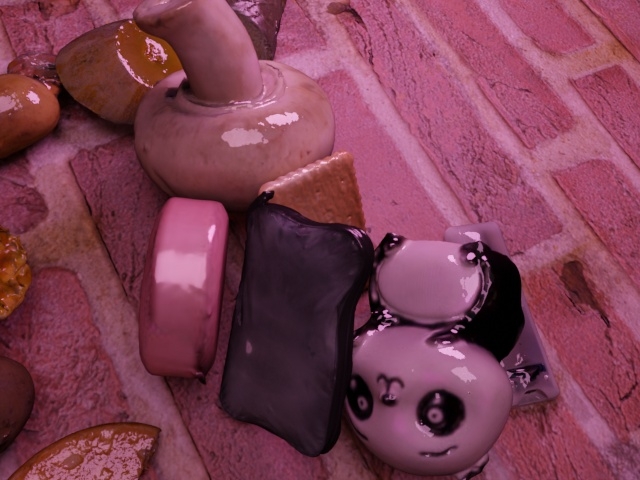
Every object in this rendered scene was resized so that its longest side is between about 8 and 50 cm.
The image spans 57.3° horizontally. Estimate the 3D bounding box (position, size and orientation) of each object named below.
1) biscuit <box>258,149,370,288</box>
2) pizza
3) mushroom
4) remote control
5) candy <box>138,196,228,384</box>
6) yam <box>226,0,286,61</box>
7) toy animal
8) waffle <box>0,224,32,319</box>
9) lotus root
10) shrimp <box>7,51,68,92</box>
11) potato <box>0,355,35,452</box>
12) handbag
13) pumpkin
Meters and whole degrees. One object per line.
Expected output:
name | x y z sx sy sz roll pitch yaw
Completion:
biscuit | -0.001 0.000 0.880 0.160 0.249 0.030 -28 35 -21
pizza | -0.318 0.314 0.746 0.127 0.058 0.246 40 62 12
mushroom | -0.156 -0.177 0.897 0.356 0.315 0.315 12 53 -49
remote control | 0.298 0.109 0.964 0.110 0.055 0.312 -7 65 -14
candy | -0.180 0.069 0.790 0.095 0.255 0.255 6 63 -8
yam | -0.141 -0.445 1.117 0.154 0.154 0.254 13 65 -4
toy animal | 0.157 0.165 0.817 0.251 0.251 0.309 18 73 -1
waffle | -0.554 0.056 0.759 0.325 0.068 0.302 -1 33 -22
lotus root | -0.499 -0.210 0.948 0.221 0.118 0.125 -41 94 -19
shrimp | -0.457 -0.297 1.041 0.190 0.042 0.101 9 55 -5
potato | -0.467 0.219 0.685 0.165 0.165 0.262 46 44 13
handbag | -0.040 0.111 0.767 0.192 0.332 0.075 17 15 31
pumpkin | -0.324 -0.308 1.007 0.217 0.110 0.217 23 45 -25
